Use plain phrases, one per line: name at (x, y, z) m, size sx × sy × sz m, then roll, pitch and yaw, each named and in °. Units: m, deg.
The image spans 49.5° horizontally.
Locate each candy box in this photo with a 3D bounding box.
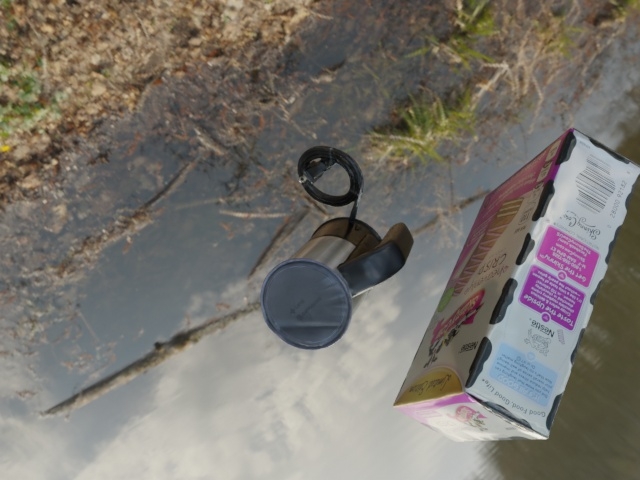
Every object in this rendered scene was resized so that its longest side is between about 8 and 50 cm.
candy box at (0.156, 0.044, 0.573) m, size 0.234 × 0.071 × 0.159 m, roll -63°, pitch -177°, yaw -21°

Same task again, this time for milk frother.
milk frother at (0.000, 0.000, 0.636) m, size 0.129 × 0.143 × 0.135 m, roll -46°, pitch 179°, yaw 24°
